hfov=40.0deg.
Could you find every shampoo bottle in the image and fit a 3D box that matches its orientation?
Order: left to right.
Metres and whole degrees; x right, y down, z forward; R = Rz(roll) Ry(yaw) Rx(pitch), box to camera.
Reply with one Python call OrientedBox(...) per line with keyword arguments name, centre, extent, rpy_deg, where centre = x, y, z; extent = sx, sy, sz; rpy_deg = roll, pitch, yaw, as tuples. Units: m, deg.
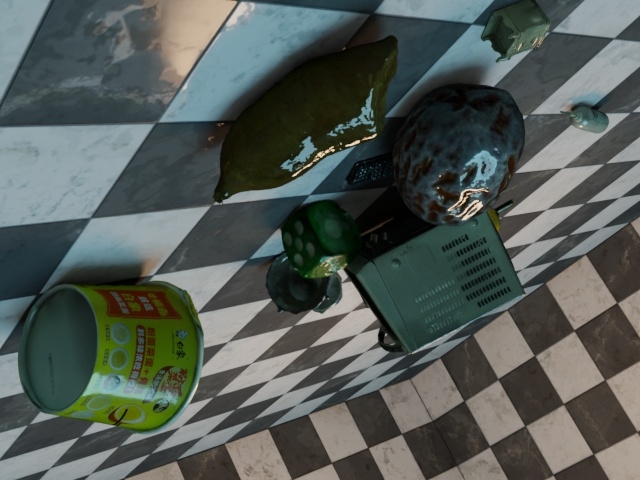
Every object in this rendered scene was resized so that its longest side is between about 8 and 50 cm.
OrientedBox(name="shampoo bottle", centre=(0.629, -0.289, 2.089), extent=(0.056, 0.056, 0.195), rpy_deg=(-39, 159, 30))

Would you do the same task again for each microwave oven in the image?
OrientedBox(name="microwave oven", centre=(0.227, 0.060, 1.981), extent=(0.333, 0.247, 0.394), rpy_deg=(-28, -175, -3))

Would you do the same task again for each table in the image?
OrientedBox(name="table", centre=(0.330, -0.354, 1.488), extent=(0.083, 0.062, 0.079), rpy_deg=(-22, 160, -15))

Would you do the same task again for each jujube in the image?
OrientedBox(name="jujube", centre=(0.264, -0.161, 1.665), extent=(0.246, 0.215, 0.308), rpy_deg=(-23, 157, -6))

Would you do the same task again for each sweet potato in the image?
OrientedBox(name="sweet potato", centre=(-0.029, -0.179, 1.335), extent=(0.370, 0.158, 0.158), rpy_deg=(-25, 163, 14))

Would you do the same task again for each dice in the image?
OrientedBox(name="dice", centre=(0.000, 0.000, 1.854), extent=(0.128, 0.131, 0.120), rpy_deg=(-14, 159, -39))

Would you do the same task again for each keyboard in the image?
OrientedBox(name="keyboard", centre=(0.161, -0.162, 1.820), extent=(0.231, 0.023, 0.072), rpy_deg=(-18, 157, -27))

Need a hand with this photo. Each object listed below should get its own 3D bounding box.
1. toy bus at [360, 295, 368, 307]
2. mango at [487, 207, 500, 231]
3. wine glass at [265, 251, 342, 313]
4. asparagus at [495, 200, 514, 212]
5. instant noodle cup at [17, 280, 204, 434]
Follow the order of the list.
OrientedBox(name="toy bus", centre=(0.196, 0.094, 2.430), extent=(0.201, 0.098, 0.114), rpy_deg=(-25, 162, -4))
OrientedBox(name="mango", centre=(0.414, -0.030, 2.415), extent=(0.137, 0.098, 0.195), rpy_deg=(-17, 166, -37))
OrientedBox(name="wine glass", centre=(-0.026, 0.106, 2.090), extent=(0.156, 0.156, 0.232), rpy_deg=(-31, 166, 8))
OrientedBox(name="asparagus", centre=(0.455, -0.050, 2.530), extent=(0.233, 0.022, 0.023), rpy_deg=(-31, -155, 3))
OrientedBox(name="instant noodle cup", centre=(-0.397, 0.206, 1.631), extent=(0.311, 0.311, 0.221), rpy_deg=(-37, 151, 25))
